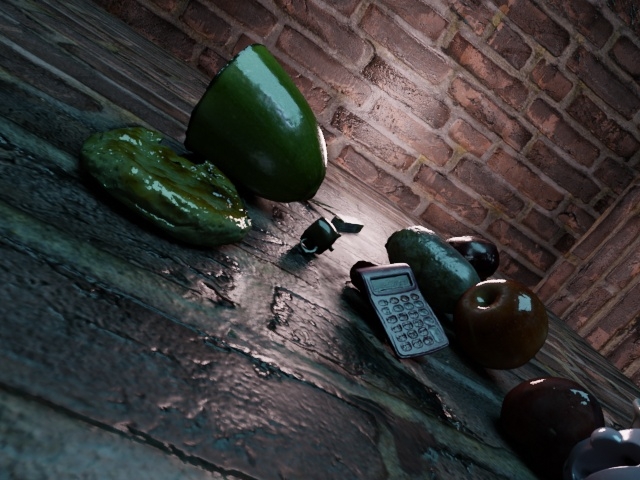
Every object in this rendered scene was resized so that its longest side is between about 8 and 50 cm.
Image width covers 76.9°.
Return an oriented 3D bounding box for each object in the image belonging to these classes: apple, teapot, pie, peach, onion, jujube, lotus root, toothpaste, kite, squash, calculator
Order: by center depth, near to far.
[{"bbox_3d":[0.379,0.291,0.651,0.152,0.152,0.152,32,16,-10],"label":"peach"},{"bbox_3d":[-0.238,-0.094,0.662,0.303,0.066,0.302,33,14,-10],"label":"pie"},{"bbox_3d":[0.147,0.125,0.745,0.127,0.034,0.190,-3,54,-30],"label":"calculator"},{"bbox_3d":[0.117,0.090,0.839,0.129,0.077,0.077,38,15,25],"label":"jujube"},{"bbox_3d":[0.000,0.000,0.872,0.068,0.076,0.121,47,45,11],"label":"teapot"},{"bbox_3d":[0.399,0.189,0.898,0.162,0.201,0.201,57,9,-17],"label":"apple"},{"bbox_3d":[-0.105,-0.244,0.963,0.309,0.310,0.310,36,15,-4],"label":"squash"},{"bbox_3d":[0.311,0.082,1.089,0.349,0.175,0.175,45,18,33],"label":"lotus root"},{"bbox_3d":[-0.009,-0.109,1.213,0.198,0.006,0.244,13,15,-33],"label":"kite"},{"bbox_3d":[0.089,-0.055,1.279,0.046,0.034,0.164,42,17,22],"label":"toothpaste"},{"bbox_3d":[0.564,0.090,1.550,0.252,0.219,0.252,-1,-12,0],"label":"onion"}]

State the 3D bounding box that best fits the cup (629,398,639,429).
[{"bbox_3d":[0.625,0.451,0.652,0.347,0.163,0.347,33,16,-11],"label":"cup"}]

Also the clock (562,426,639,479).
[{"bbox_3d":[0.372,0.356,0.439,0.189,0.188,0.254,39,29,14],"label":"clock"}]
